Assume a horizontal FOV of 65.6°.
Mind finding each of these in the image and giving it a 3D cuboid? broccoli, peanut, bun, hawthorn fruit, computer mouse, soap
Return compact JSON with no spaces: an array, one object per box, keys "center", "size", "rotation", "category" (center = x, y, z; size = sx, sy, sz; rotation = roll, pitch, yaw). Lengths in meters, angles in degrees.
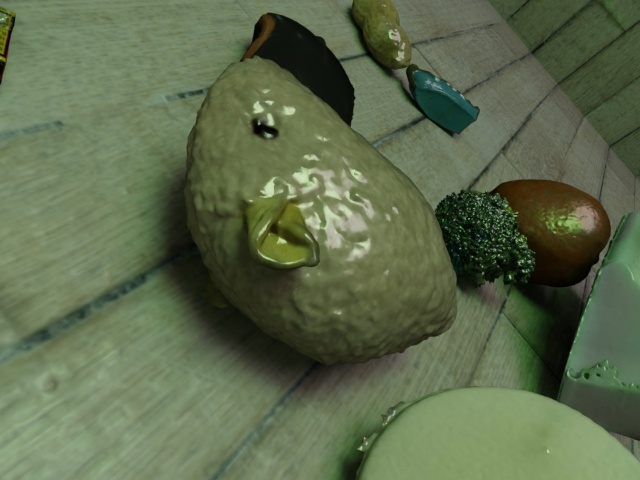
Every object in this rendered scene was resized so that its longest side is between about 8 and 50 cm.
[{"center":[0.260,0.002,0.803],"size":[0.160,0.167,0.155],"rotation":[25,73,-66],"category":"broccoli"},{"center":[0.131,-0.457,1.062],"size":[0.104,0.085,0.228],"rotation":[10,55,-41],"category":"peanut"},{"center":[0.158,0.277,0.435],"size":[0.263,0.263,0.175],"rotation":[-62,151,-49],"category":"bun"},{"center":[0.383,-0.032,0.902],"size":[0.251,0.199,0.199],"rotation":[33,38,9],"category":"hawthorn fruit"},{"center":[-0.029,-0.217,0.700],"size":[0.183,0.116,0.323],"rotation":[34,41,-26],"category":"computer mouse"},{"center":[0.524,0.131,0.818],"size":[0.156,0.261,0.446],"rotation":[18,27,31],"category":"soap"}]

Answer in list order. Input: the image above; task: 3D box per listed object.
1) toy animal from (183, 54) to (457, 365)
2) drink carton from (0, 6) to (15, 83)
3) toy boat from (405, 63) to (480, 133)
[{"center":[0.005,0.005,0.496],"size":[0.358,0.188,0.226],"rotation":[38,51,-15],"category":"toy animal"},{"center":[-0.355,-0.191,0.414],"size":[0.165,0.056,0.071],"rotation":[13,55,-37],"category":"drink carton"},{"center":[0.256,-0.307,1.068],"size":[0.185,0.075,0.077],"rotation":[28,46,-18],"category":"toy boat"}]
